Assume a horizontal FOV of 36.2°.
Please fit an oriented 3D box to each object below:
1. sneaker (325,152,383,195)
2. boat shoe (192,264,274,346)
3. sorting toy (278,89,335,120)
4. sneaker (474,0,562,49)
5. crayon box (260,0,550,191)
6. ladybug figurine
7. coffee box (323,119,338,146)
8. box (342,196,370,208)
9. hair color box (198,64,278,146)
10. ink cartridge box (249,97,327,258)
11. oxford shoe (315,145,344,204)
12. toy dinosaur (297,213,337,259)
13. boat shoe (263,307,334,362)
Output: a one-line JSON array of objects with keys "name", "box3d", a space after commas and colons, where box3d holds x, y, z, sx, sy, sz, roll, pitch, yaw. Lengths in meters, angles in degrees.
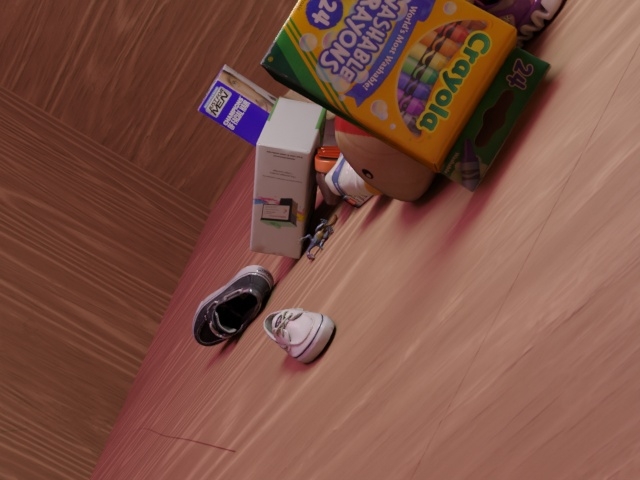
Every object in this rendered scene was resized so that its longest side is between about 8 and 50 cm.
[{"name": "sneaker", "box3d": [0.092, -0.203, 1.749, 0.131, 0.112, 0.296, -7, 45, 38]}, {"name": "boat shoe", "box3d": [-0.213, 0.174, 2.235, 0.301, 0.108, 0.102, -40, 19, 39]}, {"name": "sorting toy", "box3d": [0.058, -0.368, 2.251, 0.229, 0.041, 0.307, -45, 39, -12]}, {"name": "sneaker", "box3d": [0.253, -0.313, 1.459, 0.236, 0.104, 0.095, -52, 14, 36]}, {"name": "crayon box", "box3d": [0.112, -0.233, 1.285, 0.203, 0.323, 0.083, -59, -11, 1]}, {"name": "ladybug figurine", "box3d": [0.120, -0.285, 1.473, 0.305, 0.162, 0.449, -126, 44, -80]}, {"name": "coffee box", "box3d": [0.055, -0.330, 2.374, 0.141, 0.098, 0.246, -42, 20, 54]}, {"name": "box", "box3d": [0.115, -0.168, 1.854, 0.114, 0.036, 0.207, -41, 22, 59]}, {"name": "hair color box", "box3d": [-0.146, -0.316, 2.594, 0.110, 0.339, 0.185, -56, 11, 19]}, {"name": "ink cartridge box", "box3d": [-0.069, -0.131, 2.095, 0.201, 0.117, 0.278, -73, -8, -53]}, {"name": "oxford shoe", "box3d": [0.034, -0.136, 1.981, 0.271, 0.097, 0.098, -48, -40, -72]}, {"name": "toy dinosaur", "box3d": [0.000, 0.000, 1.964, 0.090, 0.047, 0.082, -23, -29, -45]}, {"name": "boat shoe", "box3d": [-0.047, 0.152, 1.616, 0.083, 0.076, 0.226, -63, 12, -17]}]
